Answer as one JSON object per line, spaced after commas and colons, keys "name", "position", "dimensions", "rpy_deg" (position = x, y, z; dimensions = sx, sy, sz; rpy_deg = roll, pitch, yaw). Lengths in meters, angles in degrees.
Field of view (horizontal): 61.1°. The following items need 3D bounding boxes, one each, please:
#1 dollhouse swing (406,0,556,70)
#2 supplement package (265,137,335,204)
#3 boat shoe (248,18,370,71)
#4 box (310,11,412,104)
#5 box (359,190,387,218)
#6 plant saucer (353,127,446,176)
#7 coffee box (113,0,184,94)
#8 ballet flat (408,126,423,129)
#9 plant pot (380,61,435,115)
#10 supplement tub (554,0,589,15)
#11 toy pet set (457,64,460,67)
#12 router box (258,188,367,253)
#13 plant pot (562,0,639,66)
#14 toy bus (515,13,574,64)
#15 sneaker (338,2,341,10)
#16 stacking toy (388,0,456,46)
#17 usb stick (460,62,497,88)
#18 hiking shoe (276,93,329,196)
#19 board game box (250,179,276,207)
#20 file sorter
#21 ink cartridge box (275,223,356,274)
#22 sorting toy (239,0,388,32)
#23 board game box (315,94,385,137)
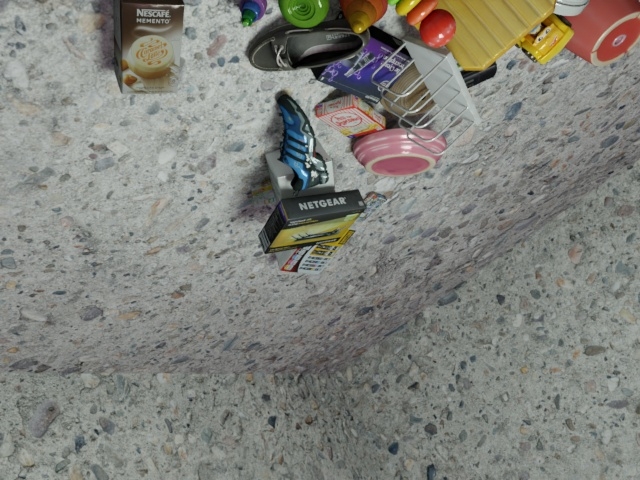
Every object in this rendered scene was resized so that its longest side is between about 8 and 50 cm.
{"name": "dollhouse swing", "position": [0.370, -0.665, 1.367], "dimensions": [0.347, 0.305, 0.315], "rpy_deg": [-38, 147, 23]}
{"name": "supplement package", "position": [-0.066, -0.210, 1.872], "dimensions": [0.194, 0.149, 0.203], "rpy_deg": [-19, 137, -10]}
{"name": "boat shoe", "position": [-0.037, -0.509, 1.424], "dimensions": [0.335, 0.095, 0.112], "rpy_deg": [-9, 126, 11]}
{"name": "box", "position": [0.118, -0.530, 1.595], "dimensions": [0.261, 0.103, 0.184], "rpy_deg": [7, 140, -42]}
{"name": "box", "position": [0.207, -0.149, 2.317], "dimensions": [0.094, 0.027, 0.137], "rpy_deg": [14, 132, -46]}
{"name": "plant saucer", "position": [0.283, -0.302, 1.937], "dimensions": [0.332, 0.084, 0.332], "rpy_deg": [-2, 169, 0]}
{"name": "coffee box", "position": [-0.412, -0.476, 1.289], "dimensions": [0.141, 0.098, 0.246], "rpy_deg": [-10, 146, -25]}
{"name": "ballet flat", "position": [0.360, -0.383, 2.034], "dimensions": [0.221, 0.077, 0.079], "rpy_deg": [0, 124, -40]}
{"name": "plant pot", "position": [0.309, -0.488, 1.747], "dimensions": [0.237, 0.109, 0.237], "rpy_deg": [-13, 138, -12]}
{"name": "supplement tub", "position": [0.710, -0.805, 1.470], "dimensions": [0.228, 0.228, 0.316], "rpy_deg": [-12, 147, -22]}
{"name": "toy pet set", "position": [0.483, -0.620, 1.783], "dimensions": [0.122, 0.065, 0.114], "rpy_deg": [-19, -176, -5]}
{"name": "router box", "position": [-0.030, -0.064, 1.854], "dimensions": [0.309, 0.081, 0.243], "rpy_deg": [-11, 157, -30]}
{"name": "plant pot", "position": [0.878, -0.708, 1.730], "dimensions": [0.275, 0.243, 0.275], "rpy_deg": [-19, 150, -12]}
{"name": "toy bus", "position": [0.623, -0.669, 1.640], "dimensions": [0.211, 0.220, 0.149], "rpy_deg": [17, 127, -41]}
{"name": "sneaker", "position": [0.096, -0.643, 1.470], "dimensions": [0.109, 0.040, 0.044], "rpy_deg": [-6, 160, -22]}
{"name": "stacking toy", "position": [0.204, -0.608, 1.321], "dimensions": [0.141, 0.141, 0.330], "rpy_deg": [-38, 104, 21]}
{"name": "usb stick", "position": [0.484, -0.548, 1.886], "dimensions": [0.278, 0.045, 0.077], "rpy_deg": [-24, 156, -2]}
{"name": "hiking shoe", "position": [-0.080, -0.294, 1.670], "dimensions": [0.132, 0.113, 0.304], "rpy_deg": [-25, 105, -5]}
{"name": "board game box", "position": [-0.176, -0.181, 1.990], "dimensions": [0.154, 0.026, 0.103], "rpy_deg": [-18, 149, -12]}
{"name": "file sorter", "position": [0.301, -0.409, 1.571], "dimensions": [0.173, 0.193, 0.278], "rpy_deg": [-45, 134, 1]}
{"name": "ink cartridge box", "position": [0.000, 0.000, 2.276], "dimensions": [0.272, 0.130, 0.309], "rpy_deg": [8, 137, -35]}
{"name": "sorting toy", "position": [-0.026, -0.539, 1.298], "dimensions": [0.365, 0.126, 0.127], "rpy_deg": [4, 144, 9]}
{"name": "board game box", "position": [0.100, -0.402, 1.767], "dimensions": [0.147, 0.045, 0.193], "rpy_deg": [-8, 163, 37]}
